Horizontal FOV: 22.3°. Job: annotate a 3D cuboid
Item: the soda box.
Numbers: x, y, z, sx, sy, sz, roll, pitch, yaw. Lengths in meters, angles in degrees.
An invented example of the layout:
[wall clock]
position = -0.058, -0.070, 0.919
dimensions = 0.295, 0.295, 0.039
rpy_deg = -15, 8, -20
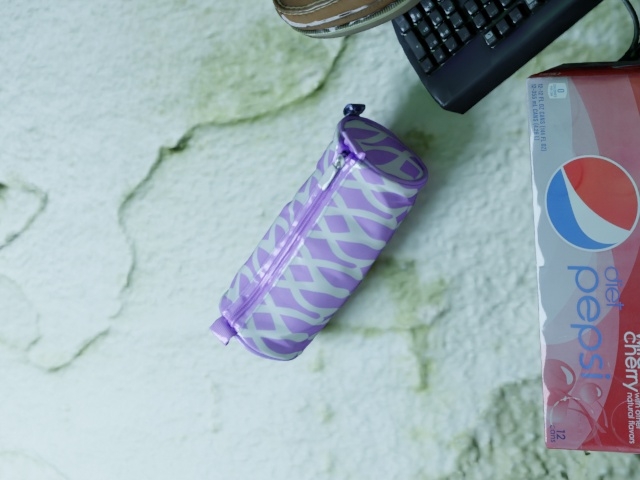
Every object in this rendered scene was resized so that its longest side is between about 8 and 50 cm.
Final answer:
[soda box]
position = 0.200, 0.011, 1.116
dimensions = 0.092, 0.083, 0.263
rpy_deg = 0, 102, 25

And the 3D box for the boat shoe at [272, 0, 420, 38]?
[boat shoe]
position = 0.063, -0.247, 1.158
dimensions = 0.307, 0.104, 0.110
rpy_deg = -30, 66, 33

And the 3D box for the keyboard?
[keyboard]
position = 0.193, -0.196, 1.145
dimensions = 0.317, 0.033, 0.201
rpy_deg = -40, 75, 30

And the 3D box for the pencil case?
[pencil case]
position = 0.000, 0.000, 1.255
dimensions = 0.086, 0.088, 0.206
rpy_deg = 43, 117, 22
